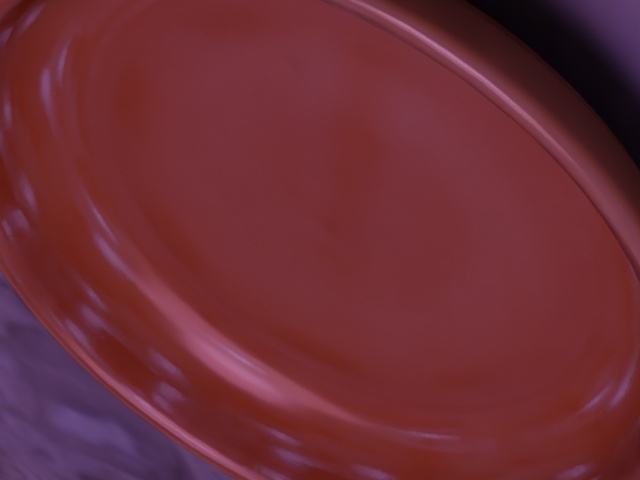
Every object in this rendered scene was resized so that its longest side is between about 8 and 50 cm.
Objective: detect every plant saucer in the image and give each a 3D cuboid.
[{"bbox_3d":[0.000,0.000,0.409,0.200,0.037,0.200,21,142,17],"label":"plant saucer"}]
